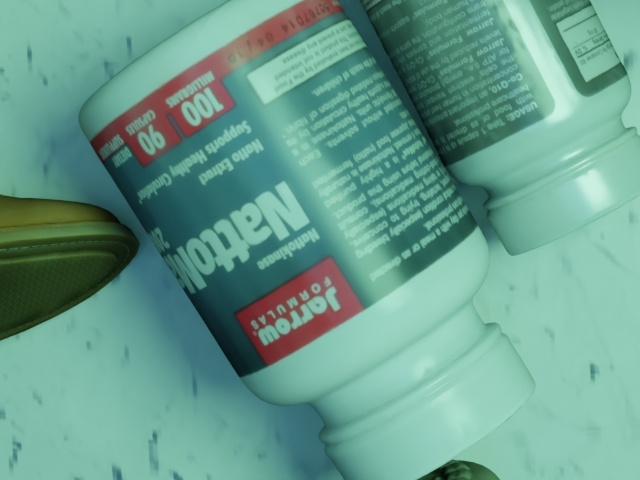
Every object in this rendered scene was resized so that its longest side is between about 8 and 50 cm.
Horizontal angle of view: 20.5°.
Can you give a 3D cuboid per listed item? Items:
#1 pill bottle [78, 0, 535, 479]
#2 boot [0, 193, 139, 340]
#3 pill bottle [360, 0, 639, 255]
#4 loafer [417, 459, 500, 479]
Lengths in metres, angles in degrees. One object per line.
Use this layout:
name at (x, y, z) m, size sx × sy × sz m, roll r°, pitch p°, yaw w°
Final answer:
pill bottle at (0.000, 0.000, 0.662) m, size 0.108 × 0.108 × 0.180 m, roll -33°, pitch 92°, yaw 5°
boot at (-0.178, -0.035, 0.685) m, size 0.197 × 0.073 × 0.152 m, roll -4°, pitch 55°, yaw -33°
pill bottle at (0.069, -0.069, 0.668) m, size 0.078 × 0.078 × 0.137 m, roll -27°, pitch 92°, yaw 5°
loafer at (-0.023, 0.185, 0.687) m, size 0.268 × 0.102 × 0.092 m, roll -39°, pitch 93°, yaw 14°
